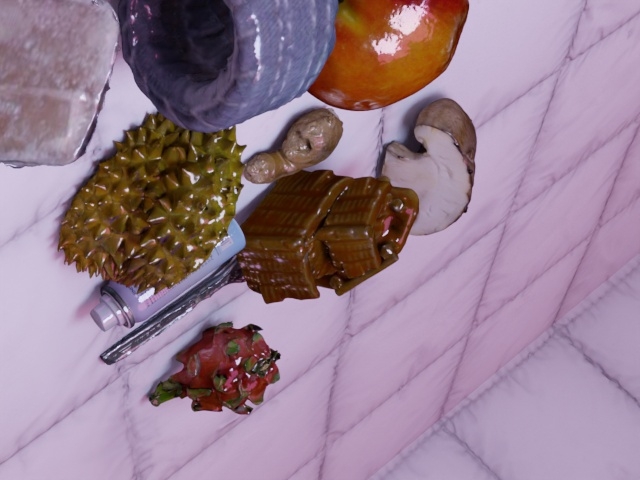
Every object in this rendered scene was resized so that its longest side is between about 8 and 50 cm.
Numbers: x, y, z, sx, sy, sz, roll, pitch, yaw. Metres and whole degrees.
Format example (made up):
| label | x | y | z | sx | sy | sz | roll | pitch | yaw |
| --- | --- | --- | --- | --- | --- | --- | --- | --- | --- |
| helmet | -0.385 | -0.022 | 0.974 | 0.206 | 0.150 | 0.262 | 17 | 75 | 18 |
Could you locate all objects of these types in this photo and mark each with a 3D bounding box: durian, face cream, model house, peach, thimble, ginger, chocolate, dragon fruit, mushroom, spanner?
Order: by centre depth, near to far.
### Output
| label | x | y | z | sx | sy | sz | roll | pitch | yaw |
| --- | --- | --- | --- | --- | --- | --- | --- | --- | --- |
| chocolate | -0.315 | -0.162 | 1.152 | 0.303 | 0.100 | 0.185 | -6 | 125 | -61 |
| thimble | -0.092 | -0.239 | 1.301 | 0.172 | 0.205 | 0.236 | -31 | 129 | -43 |
| peach | 0.062 | -0.261 | 1.496 | 0.244 | 0.199 | 0.243 | -9 | 163 | -3 |
| durian | -0.193 | -0.034 | 1.528 | 0.154 | 0.187 | 0.260 | -10 | 125 | -65 |
| face cream | -0.211 | 0.043 | 1.720 | 0.229 | 0.075 | 0.075 | -36 | 156 | -22 |
| ginger | -0.030 | -0.129 | 1.756 | 0.165 | 0.067 | 0.096 | -35 | 177 | -25 |
| model house | 0.001 | 0.000 | 1.854 | 0.229 | 0.200 | 0.219 | -17 | 119 | -61 |
| spanner | -0.192 | 0.088 | 1.895 | 0.325 | 0.026 | 0.093 | -36 | 155 | -21 |
| dragon fruit | -0.170 | 0.216 | 2.026 | 0.236 | 0.135 | 0.137 | -34 | 137 | 22 |
| mushroom | 0.192 | -0.136 | 2.095 | 0.285 | 0.156 | 0.151 | 102 | 9 | -53 |
